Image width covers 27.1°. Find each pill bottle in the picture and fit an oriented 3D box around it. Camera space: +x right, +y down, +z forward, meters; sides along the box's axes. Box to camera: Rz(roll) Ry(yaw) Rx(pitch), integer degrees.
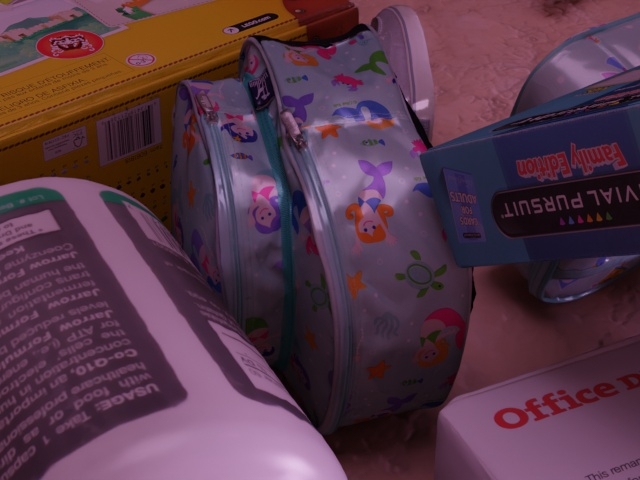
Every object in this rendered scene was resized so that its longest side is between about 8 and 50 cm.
[{"bbox_3d":[-0.107,0.131,0.718,0.204,0.204,0.361,-14,35,-22],"label":"pill bottle"}]

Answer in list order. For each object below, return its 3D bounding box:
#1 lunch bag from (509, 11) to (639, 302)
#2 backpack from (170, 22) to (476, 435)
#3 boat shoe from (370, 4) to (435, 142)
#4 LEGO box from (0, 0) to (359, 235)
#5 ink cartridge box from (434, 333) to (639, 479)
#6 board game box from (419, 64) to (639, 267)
[{"bbox_3d":[0.264,-0.072,1.027,0.279,0.224,0.108,-20,54,-27],"label":"lunch bag"},{"bbox_3d":[0.000,0.000,0.907,0.191,0.225,0.253,-13,48,-19],"label":"backpack"},{"bbox_3d":[0.059,-0.165,1.289,0.081,0.079,0.227,2,36,-6],"label":"boat shoe"},{"bbox_3d":[-0.272,-0.097,1.075,0.500,0.193,0.372,-26,42,-34],"label":"LEGO box"},{"bbox_3d":[0.218,0.186,0.713,0.211,0.122,0.289,-14,36,-21],"label":"ink cartridge box"},{"bbox_3d":[0.266,-0.080,0.759,0.336,0.079,0.254,-23,7,-27],"label":"board game box"}]
